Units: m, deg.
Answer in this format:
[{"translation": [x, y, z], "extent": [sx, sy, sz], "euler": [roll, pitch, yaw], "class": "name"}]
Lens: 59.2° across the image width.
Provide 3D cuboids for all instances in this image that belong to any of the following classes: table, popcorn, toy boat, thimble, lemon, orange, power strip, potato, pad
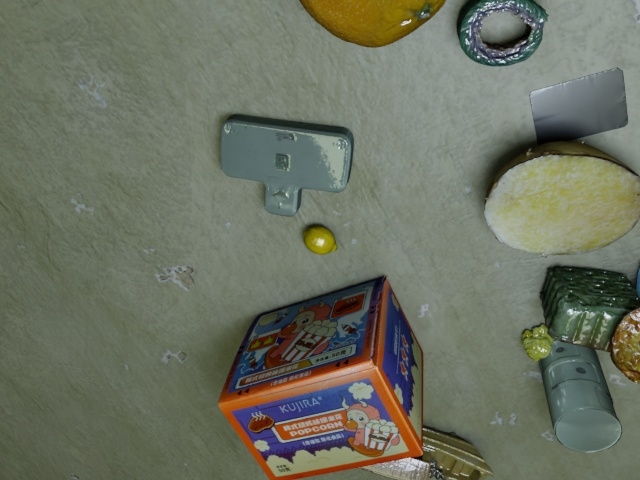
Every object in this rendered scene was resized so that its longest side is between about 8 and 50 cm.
[{"translation": [0.544, 0.322, 1.197], "extent": [0.127, 0.220, 0.126], "euler": [6, 121, 10], "class": "table"}, {"translation": [0.486, 0.227, 1.250], "extent": [0.060, 0.068, 0.083], "euler": [33, 83, -34], "class": "popcorn"}, {"translation": [0.204, 0.528, 1.413], "extent": [0.446, 0.162, 0.135], "euler": [14, 118, 3], "class": "toy boat"}, {"translation": [0.297, -0.352, 0.938], "extent": [0.135, 0.090, 0.118], "euler": [13, 123, 1], "class": "thimble"}, {"translation": [0.000, 0.000, 1.210], "extent": [0.083, 0.062, 0.062], "euler": [25, 121, -4], "class": "lemon"}, {"translation": [0.078, -0.419, 0.842], "extent": [0.265, 0.264, 0.264], "euler": [5, 120, 8], "class": "orange"}, {"translation": [-0.072, -0.145, 1.142], "extent": [0.265, 0.059, 0.193], "euler": [9, 116, 6], "class": "power strip"}, {"translation": [0.438, -0.084, 1.051], "extent": [0.299, 0.115, 0.239], "euler": [11, 128, -8], "class": "potato"}, {"translation": [0.468, -0.238, 1.020], "extent": [0.157, 0.003, 0.112], "euler": [-12, 117, 17], "class": "pad"}]

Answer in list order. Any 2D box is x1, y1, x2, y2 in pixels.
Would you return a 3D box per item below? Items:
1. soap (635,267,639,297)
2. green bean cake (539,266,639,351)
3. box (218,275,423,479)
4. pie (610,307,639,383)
[{"translation": [0.783, 0.100, 1.109], "extent": [0.294, 0.077, 0.156], "euler": [-2, 120, 13], "class": "soap"}, {"translation": [0.539, 0.129, 1.112], "extent": [0.173, 0.181, 0.094], "euler": [10, 119, 8], "class": "green bean cake"}, {"translation": [0.020, 0.290, 1.222], "extent": [0.349, 0.318, 0.256], "euler": [-19, 112, 21], "class": "box"}, {"translation": [0.574, 0.182, 1.016], "extent": [0.088, 0.033, 0.190], "euler": [11, 115, 6], "class": "pie"}]
